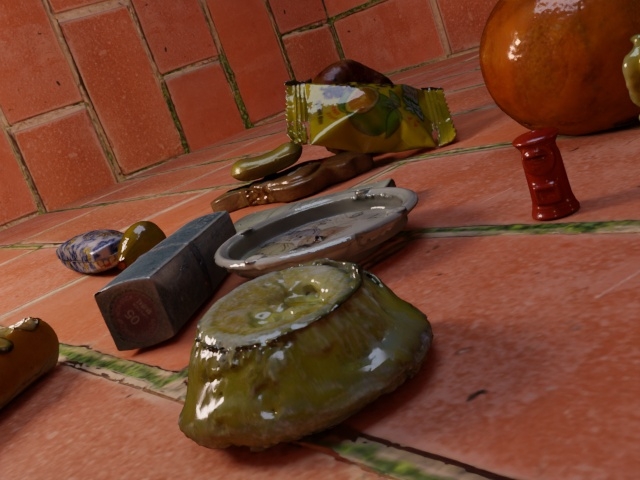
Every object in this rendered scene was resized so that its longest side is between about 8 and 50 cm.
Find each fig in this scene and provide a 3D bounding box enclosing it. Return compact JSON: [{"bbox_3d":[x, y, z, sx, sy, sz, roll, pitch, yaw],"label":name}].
[{"bbox_3d":[0.067,-0.255,1.533,0.190,0.191,0.290,-18,0,7],"label":"fig"},{"bbox_3d":[-0.272,0.014,1.148,0.074,0.074,0.088,-7,35,44],"label":"fig"}]

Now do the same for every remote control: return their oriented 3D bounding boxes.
[{"bbox_3d":[-0.010,-0.035,1.033,0.233,0.038,0.098,-14,15,21],"label":"remote control"}]

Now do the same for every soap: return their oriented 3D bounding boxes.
[{"bbox_3d":[-0.097,-0.142,1.379,0.140,0.045,0.089,-20,15,1],"label":"soap"}]

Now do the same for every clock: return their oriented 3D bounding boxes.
[{"bbox_3d":[0.000,0.000,0.844,0.236,0.053,0.236,-17,15,5],"label":"clock"}]

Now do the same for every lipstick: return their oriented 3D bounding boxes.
[{"bbox_3d":[-0.163,0.034,0.892,0.077,0.076,0.290,-18,14,14],"label":"lipstick"}]

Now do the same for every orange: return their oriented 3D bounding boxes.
[{"bbox_3d":[0.357,-0.264,1.019,0.283,0.226,0.284,-15,17,5],"label":"orange"}]

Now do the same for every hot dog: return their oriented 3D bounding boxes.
[{"bbox_3d":[-0.351,0.146,0.738,0.109,0.072,0.269,-18,12,17],"label":"hot dog"}]

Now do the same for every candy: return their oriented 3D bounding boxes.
[{"bbox_3d":[0.086,-0.222,1.336,0.297,0.081,0.187,0,45,-4],"label":"candy"}]

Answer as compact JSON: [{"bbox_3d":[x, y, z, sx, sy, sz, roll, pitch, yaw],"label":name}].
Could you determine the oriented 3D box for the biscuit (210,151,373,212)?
[{"bbox_3d":[-0.059,-0.105,1.375,0.319,0.047,0.183,-13,12,31],"label":"biscuit"}]

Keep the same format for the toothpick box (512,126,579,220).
[{"bbox_3d":[0.214,-0.065,0.727,0.047,0.083,0.047,-19,14,5],"label":"toothpick box"}]

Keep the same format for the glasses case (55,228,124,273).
[{"bbox_3d":[-0.388,0.018,1.305,0.086,0.065,0.248,-25,13,-31],"label":"glasses case"}]

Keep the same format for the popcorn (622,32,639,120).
[{"bbox_3d":[0.426,-0.206,0.796,0.218,0.170,0.189,-22,13,-36],"label":"popcorn"}]

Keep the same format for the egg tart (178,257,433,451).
[{"bbox_3d":[-0.016,0.072,0.533,0.197,0.078,0.197,-19,16,6],"label":"egg tart"}]
